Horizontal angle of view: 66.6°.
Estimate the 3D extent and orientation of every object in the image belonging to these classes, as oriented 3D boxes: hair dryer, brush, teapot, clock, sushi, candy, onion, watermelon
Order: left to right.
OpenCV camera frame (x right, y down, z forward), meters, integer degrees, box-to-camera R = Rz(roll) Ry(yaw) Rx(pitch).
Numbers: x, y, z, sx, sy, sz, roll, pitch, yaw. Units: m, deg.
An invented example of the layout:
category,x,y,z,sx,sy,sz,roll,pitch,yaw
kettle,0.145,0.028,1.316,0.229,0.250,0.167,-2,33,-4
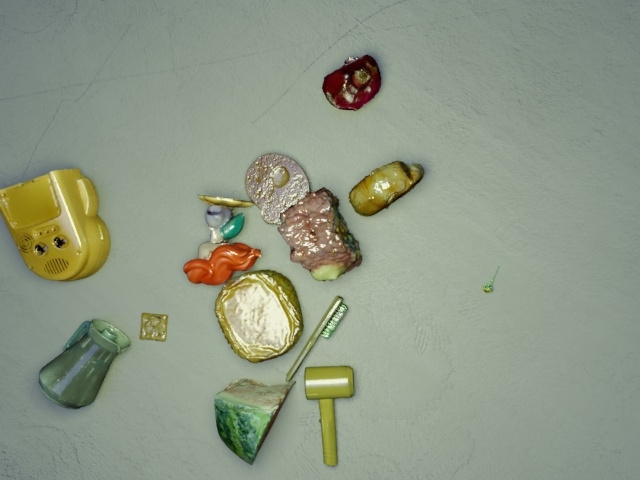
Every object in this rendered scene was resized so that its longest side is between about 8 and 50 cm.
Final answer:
category,x,y,z,sx,sy,sz,roll,pitch,yaw
clock,-0.771,-0.032,1.432,0.244,0.200,0.317,-16,93,8
teapot,-0.685,0.345,1.417,0.203,0.171,0.225,34,83,37
watermelon,-0.178,0.481,1.334,0.193,0.310,0.231,3,49,6
brush,-0.010,0.285,1.393,0.048,0.054,0.282,34,90,-2
sushi,0.000,0.000,1.301,0.171,0.270,0.236,-24,72,8
hair dryer,0.033,0.491,1.368,0.135,0.090,0.278,-4,93,3
onion,0.102,-0.431,1.359,0.173,0.198,0.135,-34,114,0
candy,0.482,0.109,1.371,0.023,0.025,0.083,30,80,-21

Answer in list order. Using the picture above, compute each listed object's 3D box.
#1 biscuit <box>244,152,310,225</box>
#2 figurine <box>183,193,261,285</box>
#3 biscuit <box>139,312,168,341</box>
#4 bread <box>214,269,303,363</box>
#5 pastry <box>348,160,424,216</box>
category,x,y,z,sx,sy,sz,roll,pitch,yaw
biscuit,-0.123,-0.154,1.431,0.181,0.049,0.208,-37,84,3
figurine,-0.271,0.007,1.380,0.208,0.181,0.257,5,95,-22
biscuit,-0.501,0.260,1.462,0.083,0.018,0.081,5,88,7
bread,-0.169,0.209,1.371,0.227,0.142,0.253,-25,82,5
pastry,0.174,-0.144,1.337,0.229,0.218,0.100,-37,86,39
